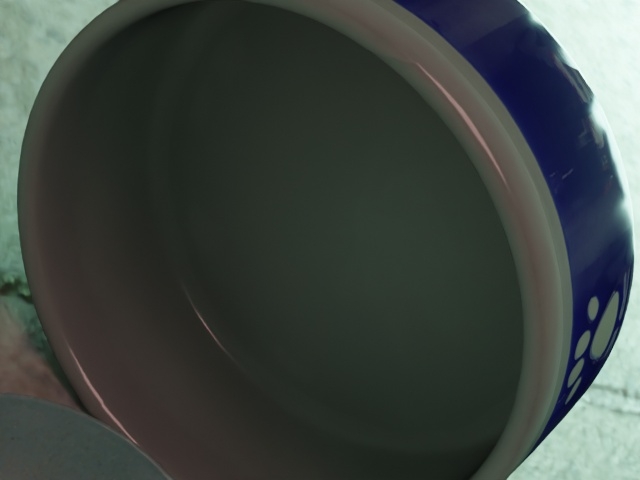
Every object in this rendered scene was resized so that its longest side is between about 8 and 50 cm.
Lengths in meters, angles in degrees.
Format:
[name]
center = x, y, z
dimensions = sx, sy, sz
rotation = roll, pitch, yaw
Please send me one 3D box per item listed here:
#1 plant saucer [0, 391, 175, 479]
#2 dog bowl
[plant saucer]
center = -0.120, 0.156, 0.816
dimensions = 0.195, 0.037, 0.195
rotation = 24, 46, -27
[dog bowl]
center = 0.000, 0.000, 0.873
dimensions = 0.265, 0.265, 0.104
rotation = 51, 38, 4
